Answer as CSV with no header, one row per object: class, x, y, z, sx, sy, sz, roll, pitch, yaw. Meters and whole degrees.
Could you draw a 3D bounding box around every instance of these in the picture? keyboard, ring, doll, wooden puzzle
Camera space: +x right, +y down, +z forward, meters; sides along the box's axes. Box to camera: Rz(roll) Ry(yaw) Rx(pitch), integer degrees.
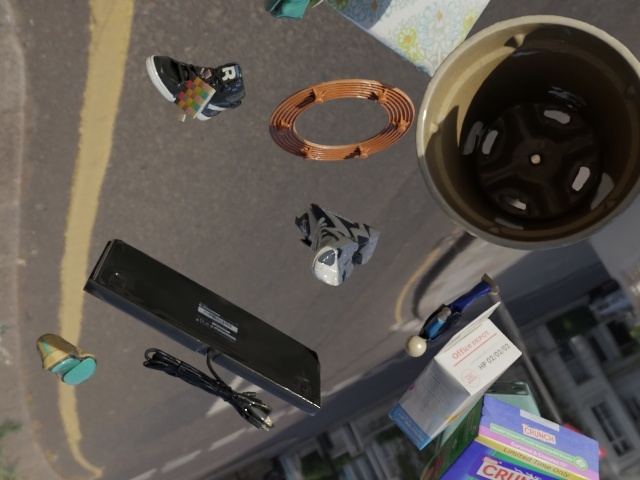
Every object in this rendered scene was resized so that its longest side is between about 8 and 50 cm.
keyboard,-0.132,0.124,0.937,0.033,0.317,0.201,-53,-164,21
ring,0.050,-0.261,1.822,0.336,0.032,0.336,-4,157,-2
doll,0.219,0.130,1.361,0.189,0.046,0.129,-38,167,-1
wooden puzzle,-0.177,-0.203,1.118,0.083,0.049,0.006,-54,150,4

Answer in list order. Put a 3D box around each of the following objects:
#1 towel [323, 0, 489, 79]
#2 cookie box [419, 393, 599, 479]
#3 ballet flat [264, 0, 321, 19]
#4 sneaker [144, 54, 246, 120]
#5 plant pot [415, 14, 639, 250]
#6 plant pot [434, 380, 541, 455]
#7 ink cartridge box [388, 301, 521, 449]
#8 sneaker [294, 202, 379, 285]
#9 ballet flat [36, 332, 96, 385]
towel,0.183,-0.523,1.502,0.374,0.090,0.321,24,106,-37
cookie box,0.131,0.170,0.571,0.040,0.091,0.107,-70,-176,-51
ballet flat,-0.012,-0.447,1.326,0.087,0.083,0.247,3,164,-25
sneaker,-0.201,-0.283,1.365,0.121,0.079,0.217,-22,165,14
plant pot,0.340,-0.145,1.259,0.333,0.334,0.305,-31,169,13
plant pot,0.354,0.422,1.632,0.247,0.252,0.248,1,-179,11
ink cartridge box,0.165,0.162,0.940,0.104,0.061,0.181,-29,156,-37
sneaker,0.000,0.000,1.481,0.235,0.153,0.094,-34,144,-56
ballet flat,-0.480,0.219,1.503,0.080,0.073,0.232,-34,168,-15
